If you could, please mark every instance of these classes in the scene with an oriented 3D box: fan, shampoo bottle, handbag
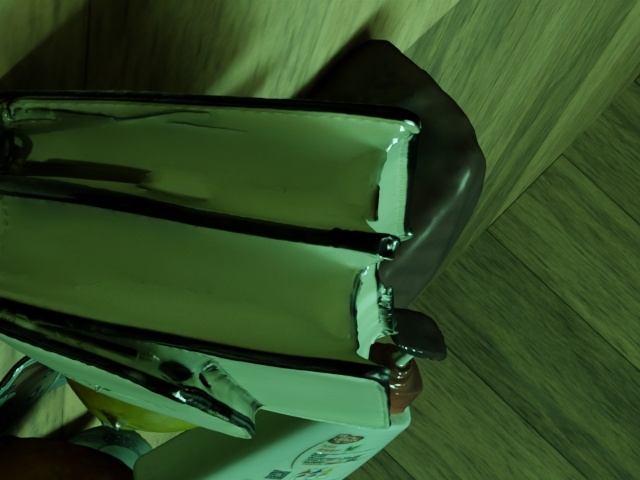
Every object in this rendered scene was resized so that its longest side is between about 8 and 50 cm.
[{"bbox_3d":[-0.227,0.121,1.465,0.132,0.009,0.220,-46,171,17],"label":"fan"},{"bbox_3d":[-0.002,0.126,1.347,0.153,0.071,0.284,7,145,-39],"label":"shampoo bottle"},{"bbox_3d":[-0.069,0.024,1.041,0.358,0.236,0.160,77,23,-80],"label":"handbag"}]

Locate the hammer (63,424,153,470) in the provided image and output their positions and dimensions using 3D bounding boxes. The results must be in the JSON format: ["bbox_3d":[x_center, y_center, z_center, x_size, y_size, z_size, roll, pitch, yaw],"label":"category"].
[{"bbox_3d":[-0.222,0.337,1.718,0.202,0.113,0.305,-23,113,-66],"label":"hammer"}]

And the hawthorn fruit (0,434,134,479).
[{"bbox_3d":[-0.215,0.280,1.436,0.258,0.262,0.258,-49,-175,6],"label":"hawthorn fruit"}]

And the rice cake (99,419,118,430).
[{"bbox_3d":[-0.176,0.123,1.650,0.043,0.034,0.211,-52,175,-27],"label":"rice cake"}]

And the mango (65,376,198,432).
[{"bbox_3d":[-0.067,0.040,1.284,0.251,0.156,0.114,-26,139,-5],"label":"mango"}]

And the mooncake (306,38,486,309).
[{"bbox_3d":[0.000,0.000,1.492,0.334,0.174,0.326,-50,169,31],"label":"mooncake"}]
